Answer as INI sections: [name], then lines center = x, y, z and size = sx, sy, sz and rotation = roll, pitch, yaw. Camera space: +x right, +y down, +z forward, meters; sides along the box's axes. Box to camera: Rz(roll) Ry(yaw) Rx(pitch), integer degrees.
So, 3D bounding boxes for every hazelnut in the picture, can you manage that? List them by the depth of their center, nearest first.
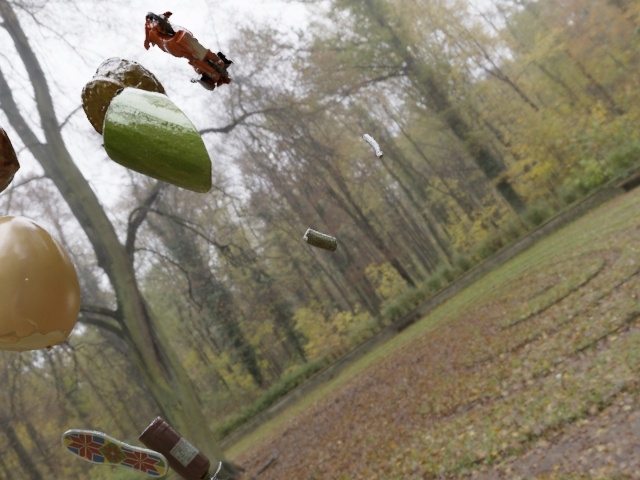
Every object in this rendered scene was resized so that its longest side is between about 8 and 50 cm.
[hazelnut]
center = -0.667, -0.151, 1.024
size = 0.182, 0.182, 0.182
rotation = -34, -8, -6

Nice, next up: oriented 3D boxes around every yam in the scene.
[yam]
center = 0.000, 0.000, 1.529
size = 0.043, 0.094, 0.043
rotation = -162, 90, -86

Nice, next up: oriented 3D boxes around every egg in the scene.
[egg]
center = -0.528, 0.077, 0.957
size = 0.201, 0.244, 0.201
rotation = -7, -7, -1

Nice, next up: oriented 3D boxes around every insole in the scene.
[insole]
center = -0.340, 0.350, 0.904
size = 0.006, 0.194, 0.065
rotation = -54, -25, -68

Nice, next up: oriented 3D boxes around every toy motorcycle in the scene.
[toy motorcycle]
center = -0.439, -0.616, 1.772
size = 0.147, 0.326, 0.221
rotation = -57, 36, -5

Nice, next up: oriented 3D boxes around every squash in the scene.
[squash]
center = -0.321, -0.215, 1.200
size = 0.189, 0.261, 0.189
rotation = 16, -90, -82

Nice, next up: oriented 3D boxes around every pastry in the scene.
[pastry]
center = -0.501, -0.362, 1.457
size = 0.240, 0.235, 0.132
rotation = 97, -169, -51

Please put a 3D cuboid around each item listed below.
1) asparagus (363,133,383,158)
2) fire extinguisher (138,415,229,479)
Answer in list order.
[asparagus]
center = 0.102, -0.176, 1.030
size = 0.016, 0.016, 0.162
rotation = -1, 24, -6
[fire extinguisher]
center = -0.321, 0.516, 1.324
size = 0.071, 0.231, 0.099
rotation = -51, -1, 25
